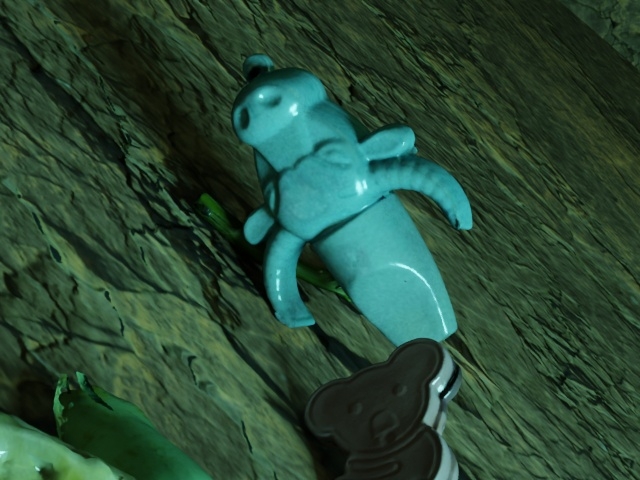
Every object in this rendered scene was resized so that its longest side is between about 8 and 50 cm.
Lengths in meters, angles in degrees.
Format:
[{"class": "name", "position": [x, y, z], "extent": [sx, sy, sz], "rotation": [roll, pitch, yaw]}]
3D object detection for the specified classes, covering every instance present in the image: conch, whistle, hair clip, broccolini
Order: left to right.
[{"class": "conch", "position": [-0.102, 0.149, 1.057], "extent": [0.106, 0.079, 0.170], "rotation": [45, 8, -47]}, {"class": "broccolini", "position": [-0.006, -0.002, 1.541], "extent": [0.271, 0.062, 0.123], "rotation": [25, 19, -36]}, {"class": "whistle", "position": [0.017, -0.032, 1.416], "extent": [0.274, 0.186, 0.093], "rotation": [57, 27, 0]}, {"class": "hair clip", "position": [0.051, 0.147, 1.290], "extent": [0.102, 0.123, 0.138], "rotation": [63, 15, -9]}]

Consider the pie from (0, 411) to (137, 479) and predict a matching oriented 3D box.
[{"class": "pie", "position": [-0.123, 0.230, 0.770], "extent": [0.339, 0.077, 0.339], "rotation": [23, 39, -21]}]
